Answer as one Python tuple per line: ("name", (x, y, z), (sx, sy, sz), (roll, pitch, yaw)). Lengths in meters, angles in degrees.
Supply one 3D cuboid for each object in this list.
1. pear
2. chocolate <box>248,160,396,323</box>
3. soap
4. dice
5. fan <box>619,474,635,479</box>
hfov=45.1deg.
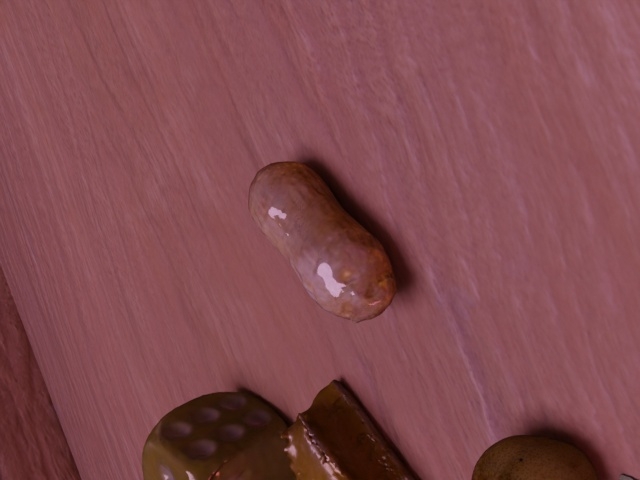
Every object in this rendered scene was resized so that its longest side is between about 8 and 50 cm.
("pear", (0.263, 0.324, 0.960), (0.167, 0.137, 0.167), (176, 90, -65))
("chocolate", (0.000, 0.000, 1.156), (0.309, 0.134, 0.134), (49, 138, 29))
("soap", (0.027, 0.458, 1.295), (0.338, 0.169, 0.304), (51, 129, 25))
("dice", (-0.194, 0.451, 1.507), (0.227, 0.238, 0.233), (22, 122, 43))
("fan", (0.438, 0.352, 0.863), (0.240, 0.009, 0.131), (31, 131, 40))
